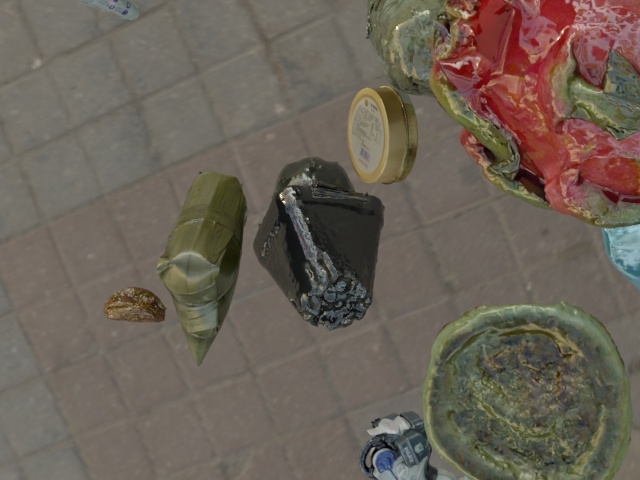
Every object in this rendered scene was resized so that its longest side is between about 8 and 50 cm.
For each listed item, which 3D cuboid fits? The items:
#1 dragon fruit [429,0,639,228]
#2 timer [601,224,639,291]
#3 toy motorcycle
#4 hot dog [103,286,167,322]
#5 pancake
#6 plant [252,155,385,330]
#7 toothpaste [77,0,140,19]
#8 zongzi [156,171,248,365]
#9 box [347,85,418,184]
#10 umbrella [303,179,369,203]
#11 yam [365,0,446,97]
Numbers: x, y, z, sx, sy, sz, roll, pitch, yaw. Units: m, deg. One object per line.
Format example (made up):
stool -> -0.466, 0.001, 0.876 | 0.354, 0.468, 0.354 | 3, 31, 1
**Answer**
dragon fruit -> 0.142, -0.092, 0.625 | 0.172, 0.160, 0.166 | 10, 99, -1
timer -> 0.287, -0.084, 0.773 | 0.250, 0.091, 0.231 | -23, 51, 25
toy motorcycle -> 0.143, 0.319, 1.732 | 0.150, 0.102, 0.221 | -30, 113, -9
hot dog -> -0.247, 0.089, 1.733 | 0.083, 0.058, 0.035 | 5, 115, -12
pancake -> 0.098, 0.079, 0.624 | 0.108, 0.017, 0.108 | 1, 95, 17
plant -> 0.000, 0.000, 1.774 | 0.164, 0.256, 0.142 | 9, 136, -19
toothpaste -> -0.341, -0.374, 1.973 | 0.033, 0.218, 0.052 | 36, 99, 23
zongzi -> -0.144, 0.030, 1.725 | 0.094, 0.205, 0.204 | 4, 135, 9
box -> 0.065, -0.111, 1.374 | 0.037, 0.105, 0.105 | -4, 102, -24
umbrella -> 0.019, -0.058, 1.549 | 0.083, 0.031, 0.020 | 6, 94, -13
yam -> 0.102, -0.197, 1.220 | 0.133, 0.330, 0.133 | 1, 106, 4
